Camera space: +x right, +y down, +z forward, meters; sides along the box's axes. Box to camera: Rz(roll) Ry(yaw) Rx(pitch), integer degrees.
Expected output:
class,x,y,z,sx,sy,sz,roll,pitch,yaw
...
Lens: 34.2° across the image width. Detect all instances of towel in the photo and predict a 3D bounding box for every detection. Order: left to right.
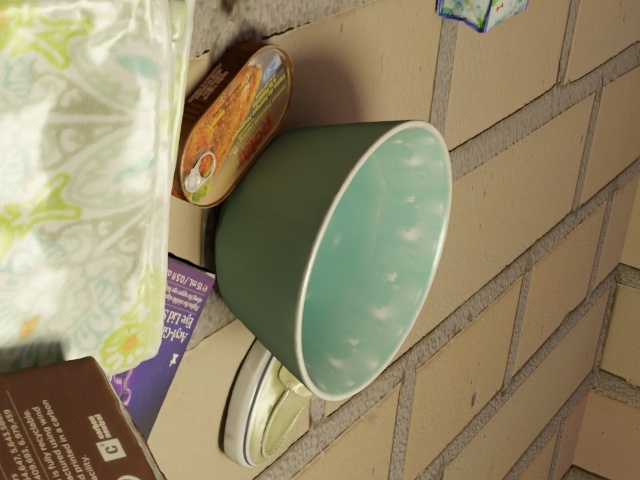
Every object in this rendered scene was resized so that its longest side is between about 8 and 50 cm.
class,x,y,z,sx,sy,sz,roll,pitch,yaw
towel,-0.254,-0.019,0.613,0.375,0.090,0.320,-12,124,-35

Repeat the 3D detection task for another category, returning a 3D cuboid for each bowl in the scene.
class,x,y,z,sx,sy,sz,roll,pitch,yaw
bowl,0.000,0.000,1.126,0.311,0.163,0.311,-41,142,-43

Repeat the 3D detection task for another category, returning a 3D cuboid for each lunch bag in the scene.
class,x,y,z,sx,sy,sz,roll,pitch,yaw
lunch bag,0.224,-0.366,1.359,0.129,0.096,0.151,-38,148,-45

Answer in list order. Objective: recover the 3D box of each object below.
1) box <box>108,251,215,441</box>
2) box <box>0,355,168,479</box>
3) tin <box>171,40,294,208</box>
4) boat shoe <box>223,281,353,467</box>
class,x,y,z,sx,sy,sz,roll,pitch,yaw
box,-0.203,0.092,0.884,0.153,0.108,0.207,28,83,-63
box,-0.297,0.201,0.596,0.381,0.143,0.191,-8,143,-44
tin,-0.090,-0.116,1.026,0.189,0.040,0.106,-55,145,-26
boat shoe,-0.020,0.139,1.256,0.302,0.094,0.109,-66,152,-8
